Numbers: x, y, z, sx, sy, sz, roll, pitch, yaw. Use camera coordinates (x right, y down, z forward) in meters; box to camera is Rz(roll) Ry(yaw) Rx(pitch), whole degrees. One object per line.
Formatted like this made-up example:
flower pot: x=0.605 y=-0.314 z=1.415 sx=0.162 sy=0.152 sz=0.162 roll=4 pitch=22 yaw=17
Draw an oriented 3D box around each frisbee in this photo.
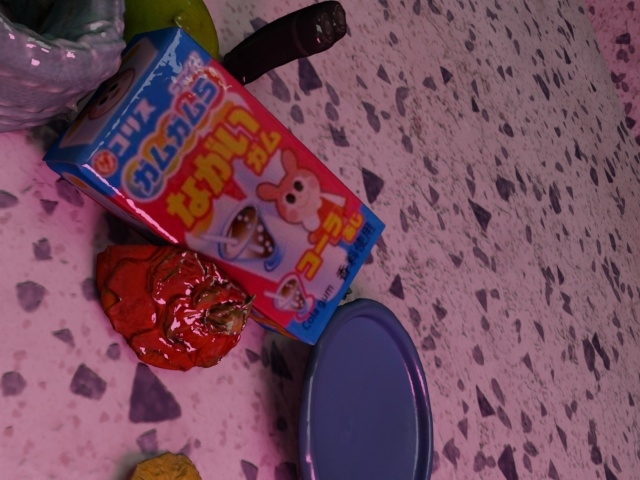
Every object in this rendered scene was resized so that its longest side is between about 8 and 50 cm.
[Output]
frisbee: x=0.046 y=0.210 z=0.855 sx=0.289 sy=0.049 sz=0.289 roll=23 pitch=63 yaw=-54

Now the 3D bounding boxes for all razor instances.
razor: x=-0.043 y=-0.236 z=0.910 sx=0.054 sy=0.148 sz=0.090 roll=63 pitch=36 yaw=-17

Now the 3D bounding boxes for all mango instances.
mango: x=-0.168 y=-0.223 z=0.789 sx=0.119 sy=0.100 sz=0.178 roll=-5 pitch=68 yaw=-50

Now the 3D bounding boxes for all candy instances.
candy: x=-0.088 y=-0.043 z=0.739 sx=0.306 sy=0.100 sz=0.157 roll=42 pitch=72 yaw=-32

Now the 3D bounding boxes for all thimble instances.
thimble: x=-0.265 y=-0.202 z=0.621 sx=0.235 sy=0.143 sz=0.198 roll=56 pitch=38 yaw=-17

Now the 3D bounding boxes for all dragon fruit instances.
dragon fruit: x=-0.123 y=0.067 z=0.686 sx=0.162 sy=0.106 sz=0.083 roll=44 pitch=45 yaw=-29

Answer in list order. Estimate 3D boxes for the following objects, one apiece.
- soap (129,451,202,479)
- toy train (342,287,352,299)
soap: x=-0.141 y=0.244 z=0.629 sx=0.089 sy=0.033 sz=0.168 roll=45 pitch=41 yaw=-30
toy train: x=-0.006 y=0.052 z=0.896 sx=0.093 sy=0.038 sz=0.056 roll=-6 pitch=70 yaw=-52
